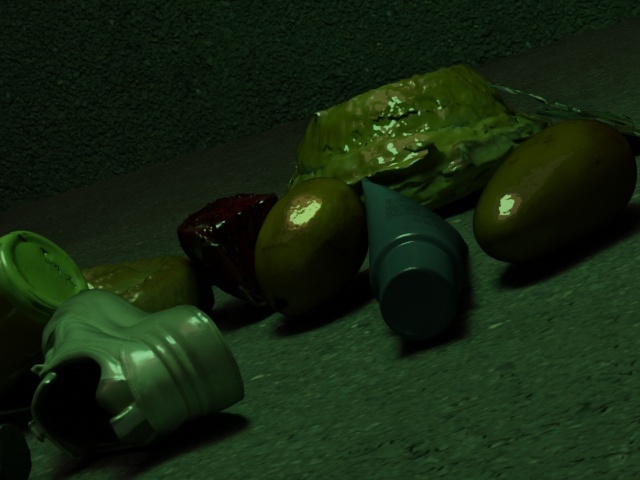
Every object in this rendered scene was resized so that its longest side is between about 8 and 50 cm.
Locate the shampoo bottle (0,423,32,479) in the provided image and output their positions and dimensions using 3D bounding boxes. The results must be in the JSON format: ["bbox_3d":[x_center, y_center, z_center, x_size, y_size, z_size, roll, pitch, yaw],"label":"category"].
[{"bbox_3d":[-0.359,0.215,1.595,0.207,0.057,0.063,-17,17,25],"label":"shampoo bottle"}]

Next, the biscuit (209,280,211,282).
[{"bbox_3d":[-0.180,0.058,2.231,0.130,0.019,0.119,-19,9,8],"label":"biscuit"}]

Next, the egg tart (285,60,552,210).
[{"bbox_3d":[0.109,-0.120,2.271,0.387,0.169,0.388,-19,4,2],"label":"egg tart"}]

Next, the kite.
[{"bbox_3d":[0.314,-0.154,2.153,0.250,0.012,0.229,24,15,30],"label":"kite"}]

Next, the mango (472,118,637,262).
[{"bbox_3d":[0.230,-0.048,1.738,0.138,0.113,0.253,-13,13,35],"label":"mango"}]

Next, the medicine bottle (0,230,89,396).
[{"bbox_3d":[-0.350,0.103,1.824,0.239,0.124,0.124,-44,-2,27],"label":"medicine bottle"}]

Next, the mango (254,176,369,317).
[{"bbox_3d":[0.000,0.000,1.865,0.109,0.147,0.227,17,21,12],"label":"mango"}]

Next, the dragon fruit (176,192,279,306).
[{"bbox_3d":[-0.101,0.018,1.970,0.127,0.121,0.161,-25,15,-31],"label":"dragon fruit"}]

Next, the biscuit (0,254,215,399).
[{"bbox_3d":[-0.265,0.089,2.007,0.296,0.102,0.296,-20,8,3],"label":"biscuit"}]

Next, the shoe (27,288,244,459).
[{"bbox_3d":[-0.204,0.132,1.595,0.159,0.124,0.316,-34,15,-30],"label":"shoe"}]

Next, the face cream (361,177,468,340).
[{"bbox_3d":[0.093,0.012,1.727,0.086,0.135,0.385,-57,5,12],"label":"face cream"}]
